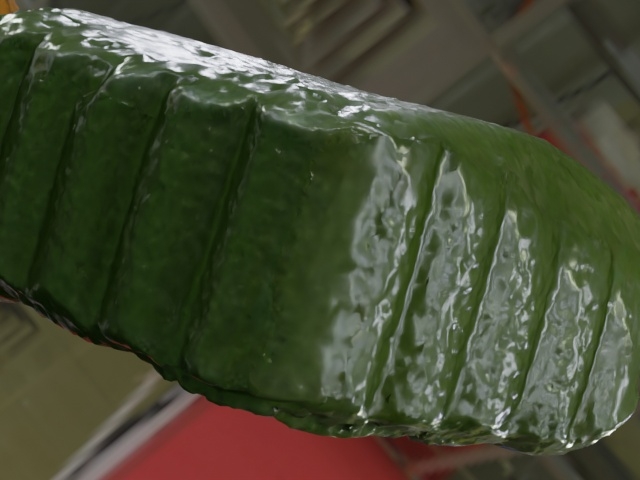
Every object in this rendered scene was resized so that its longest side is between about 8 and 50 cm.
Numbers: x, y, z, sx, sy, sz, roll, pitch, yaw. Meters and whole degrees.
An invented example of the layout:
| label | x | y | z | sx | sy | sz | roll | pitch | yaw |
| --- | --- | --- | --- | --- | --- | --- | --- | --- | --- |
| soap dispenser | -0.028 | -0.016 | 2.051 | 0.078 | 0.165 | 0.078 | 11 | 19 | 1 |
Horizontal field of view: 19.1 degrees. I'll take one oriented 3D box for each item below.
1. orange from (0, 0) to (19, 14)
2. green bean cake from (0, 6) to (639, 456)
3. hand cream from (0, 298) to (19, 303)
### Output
| label | x | y | z | sx | sy | sz | roll | pitch | yaw |
| --- | --- | --- | --- | --- | --- | --- | --- | --- | --- |
| orange | -0.292 | -0.090 | 1.174 | 0.240 | 0.240 | 0.240 | 37 | -30 | 26 |
| green bean cake | 0.000 | 0.000 | 0.740 | 0.222 | 0.248 | 0.125 | 20 | -83 | 44 |
| hand cream | -0.273 | -0.053 | 0.976 | 0.139 | 0.089 | 0.314 | 4 | -28 | 34 |
